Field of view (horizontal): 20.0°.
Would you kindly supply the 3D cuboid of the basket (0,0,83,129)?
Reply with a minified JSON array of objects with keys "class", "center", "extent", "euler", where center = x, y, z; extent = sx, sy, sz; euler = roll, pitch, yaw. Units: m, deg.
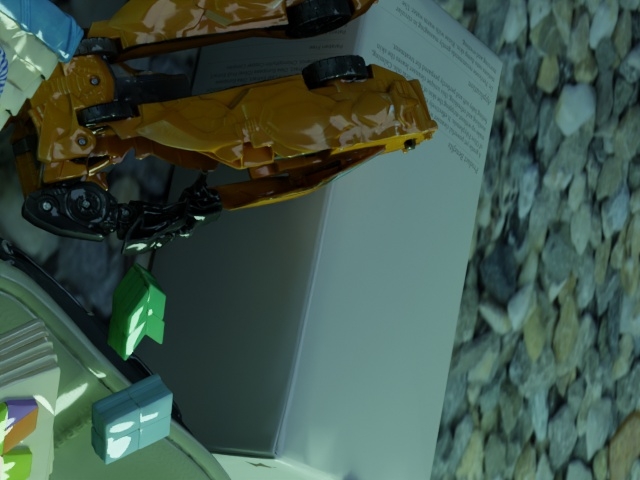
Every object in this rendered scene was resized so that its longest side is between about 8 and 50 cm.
[{"class":"basket","center":[-0.227,-0.168,0.928],"extent":[0.255,0.201,0.289],"euler":[30,81,-50]}]

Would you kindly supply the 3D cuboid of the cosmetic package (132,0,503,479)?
[{"class":"cosmetic package","center":[0.000,0.000,1.313],"extent":[0.197,0.155,0.366],"euler":[33,64,-50]}]

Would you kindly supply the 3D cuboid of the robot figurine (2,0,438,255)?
[{"class":"robot figurine","center":[-0.081,-0.101,1.147],"extent":[0.291,0.085,0.211],"euler":[-12,81,-20]}]

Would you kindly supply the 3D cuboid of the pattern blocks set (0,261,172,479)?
[{"class":"pattern blocks set","center":[-0.217,0.124,0.948],"extent":[0.325,0.026,0.285],"euler":[-30,151,-16]}]

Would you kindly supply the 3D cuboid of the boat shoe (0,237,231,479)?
[{"class":"boat shoe","center":[-0.150,0.123,1.143],"extent":[0.127,0.113,0.340],"euler":[-37,122,4]}]
